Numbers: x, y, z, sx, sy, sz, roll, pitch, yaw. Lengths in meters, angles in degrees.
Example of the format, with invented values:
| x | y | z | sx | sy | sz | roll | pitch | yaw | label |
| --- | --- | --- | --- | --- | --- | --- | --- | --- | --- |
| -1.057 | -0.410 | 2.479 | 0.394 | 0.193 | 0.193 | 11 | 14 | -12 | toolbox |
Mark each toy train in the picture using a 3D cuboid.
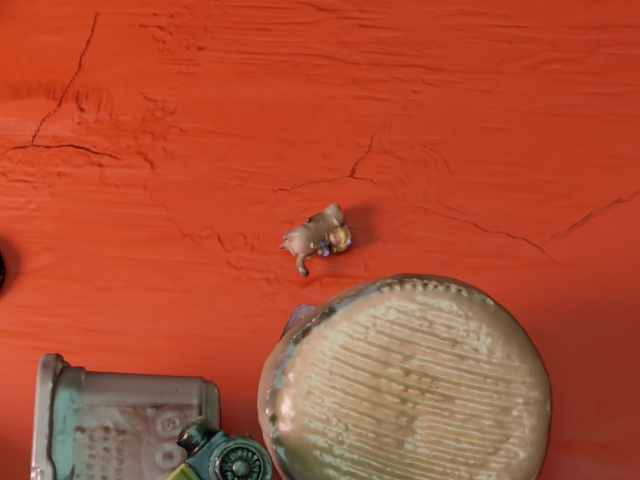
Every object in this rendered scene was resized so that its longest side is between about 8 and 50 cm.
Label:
| x | y | z | sx | sy | sz | roll | pitch | yaw | label |
| --- | --- | --- | --- | --- | --- | --- | --- | --- | --- |
| -0.067 | 0.287 | 1.354 | 0.157 | 0.105 | 0.253 | -41 | 90 | -10 | toy train |

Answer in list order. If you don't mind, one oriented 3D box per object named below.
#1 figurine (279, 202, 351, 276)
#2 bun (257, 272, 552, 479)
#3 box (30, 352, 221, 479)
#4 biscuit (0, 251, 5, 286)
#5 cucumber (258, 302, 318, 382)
| x | y | z | sx | sy | sz | roll | pitch | yaw | label |
| --- | --- | --- | --- | --- | --- | --- | --- | --- | --- |
| 0.000 | 0.000 | 1.616 | 0.083 | 0.047 | 0.051 | -34 | 83 | -15 | figurine |
| 0.086 | 0.169 | 1.476 | 0.287 | 0.146 | 0.287 | 0 | 83 | 3 | bun |
| -0.188 | 0.273 | 1.461 | 0.182 | 0.175 | 0.312 | 0 | 67 | -4 | box |
| -0.392 | 0.031 | 1.652 | 0.089 | 0.027 | 0.087 | 6 | 67 | 8 | biscuit |
| -0.019 | 0.122 | 1.555 | 0.064 | 0.064 | 0.112 | 22 | 75 | 15 | cucumber |
